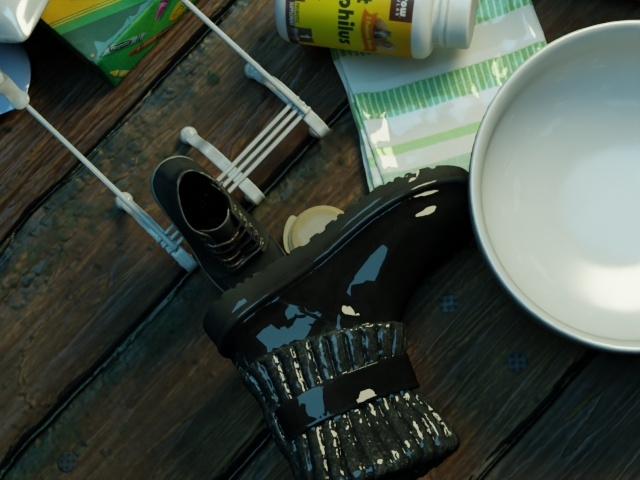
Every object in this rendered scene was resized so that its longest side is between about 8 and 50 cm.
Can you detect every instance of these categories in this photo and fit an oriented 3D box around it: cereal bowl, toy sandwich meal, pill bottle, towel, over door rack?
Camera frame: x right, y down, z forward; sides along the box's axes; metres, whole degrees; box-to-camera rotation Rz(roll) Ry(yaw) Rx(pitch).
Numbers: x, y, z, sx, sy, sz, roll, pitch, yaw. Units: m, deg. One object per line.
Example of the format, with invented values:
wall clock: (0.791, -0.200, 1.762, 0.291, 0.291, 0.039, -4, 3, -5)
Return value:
cereal bowl: (0.315, -0.046, 1.319, 0.339, 0.141, 0.339, 0, 80, 2)
toy sandwich meal: (0.000, 0.000, 1.435, 0.085, 0.029, 0.086, -2, 72, 5)
pill bottle: (0.064, -0.267, 1.416, 0.215, 0.117, 0.117, 8, 75, 11)
towel: (0.141, -0.202, 1.466, 0.247, 0.038, 0.325, -17, 71, 4)
over door rack: (-0.184, -0.156, 1.458, 0.324, 0.108, 0.239, 44, 85, -2)

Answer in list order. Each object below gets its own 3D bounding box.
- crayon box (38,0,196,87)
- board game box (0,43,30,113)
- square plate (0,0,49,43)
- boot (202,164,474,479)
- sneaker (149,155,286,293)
crayon box: (-0.300, -0.338, 1.561, 0.278, 0.081, 0.165, 40, 84, 19)
board game box: (-0.435, -0.189, 1.569, 0.168, 0.033, 0.133, -23, 66, -3)
square plate: (-0.430, -0.386, 1.501, 0.347, 0.049, 0.344, 8, 61, 21)
boot: (0.078, 0.104, 1.310, 0.348, 0.131, 0.260, -34, 63, -8)
sneaker: (-0.094, 0.008, 1.357, 0.083, 0.118, 0.222, -45, 108, -5)
